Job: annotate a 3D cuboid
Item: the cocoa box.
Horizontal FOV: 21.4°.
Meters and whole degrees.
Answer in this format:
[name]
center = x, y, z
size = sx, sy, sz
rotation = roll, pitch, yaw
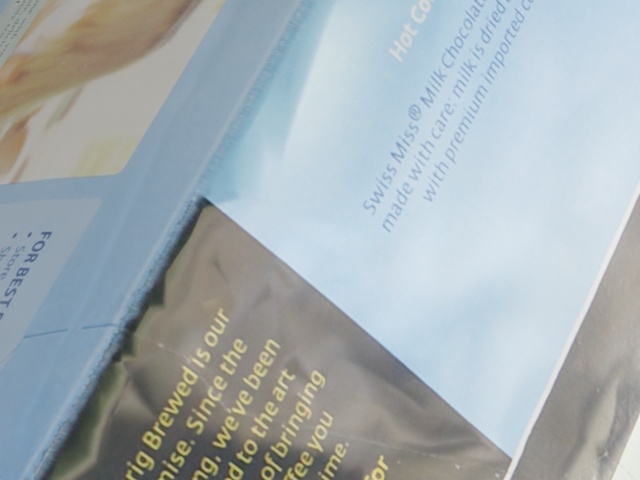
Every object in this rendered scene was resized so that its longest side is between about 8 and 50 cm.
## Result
[cocoa box]
center = 0.000, 0.000, 0.571
size = 0.231, 0.228, 0.347
rotation = -4, -129, 51
